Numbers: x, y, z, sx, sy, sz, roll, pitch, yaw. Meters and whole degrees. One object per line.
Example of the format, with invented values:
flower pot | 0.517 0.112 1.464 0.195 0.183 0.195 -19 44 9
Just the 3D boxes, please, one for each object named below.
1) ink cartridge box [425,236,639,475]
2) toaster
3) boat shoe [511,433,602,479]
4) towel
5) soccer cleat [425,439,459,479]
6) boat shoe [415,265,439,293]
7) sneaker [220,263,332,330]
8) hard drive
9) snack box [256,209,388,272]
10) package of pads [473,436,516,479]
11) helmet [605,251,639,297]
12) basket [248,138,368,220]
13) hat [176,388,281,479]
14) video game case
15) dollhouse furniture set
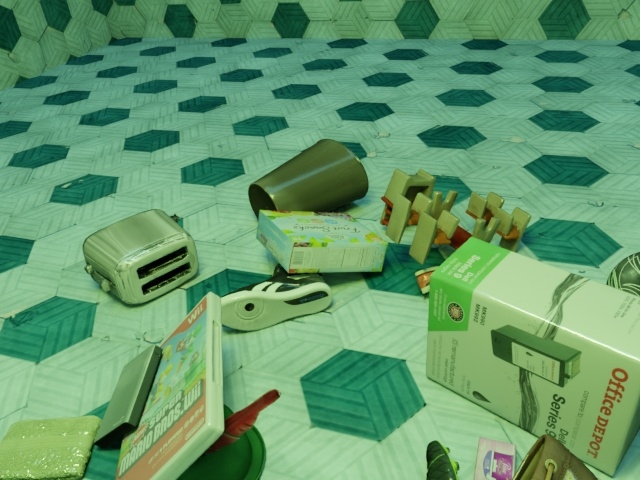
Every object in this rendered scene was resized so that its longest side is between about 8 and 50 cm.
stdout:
ink cartridge box | 0.302 0.150 0.786 0.289 0.211 0.121 23 42 36
toaster | -0.349 0.030 1.143 0.227 0.129 0.146 -28 43 -34
boat shoe | 0.159 0.328 0.563 0.342 0.123 0.123 -34 74 -23
towel | -0.402 0.303 0.821 0.148 0.027 0.110 -4 34 2
soccer cleat | 0.142 0.323 0.686 0.072 0.060 0.179 -6 36 1
boat shoe | 0.243 0.068 1.073 0.137 0.049 0.043 -9 71 -24
sneaker | -0.097 0.097 1.057 0.217 0.079 0.121 -7 29 -17
hard drive | -0.286 0.232 0.846 0.094 0.022 0.135 -36 30 30
snack box | 0.000 0.000 1.121 0.207 0.070 0.174 0 23 -27
package of pads | 0.226 0.299 0.734 0.050 0.032 0.083 6 35 19
helmet | 0.533 0.097 0.882 0.162 0.169 0.169 20 38 10
basket | -0.040 -0.121 1.311 0.227 0.154 0.204 -30 39 -27
hat | -0.162 0.235 0.747 0.209 0.183 0.173 -14 34 -12
video game case | -0.209 0.219 0.790 0.204 0.025 0.285 -46 26 14
dollhouse furniture set | 0.239 -0.036 1.148 0.262 0.135 0.259 -4 31 -33
